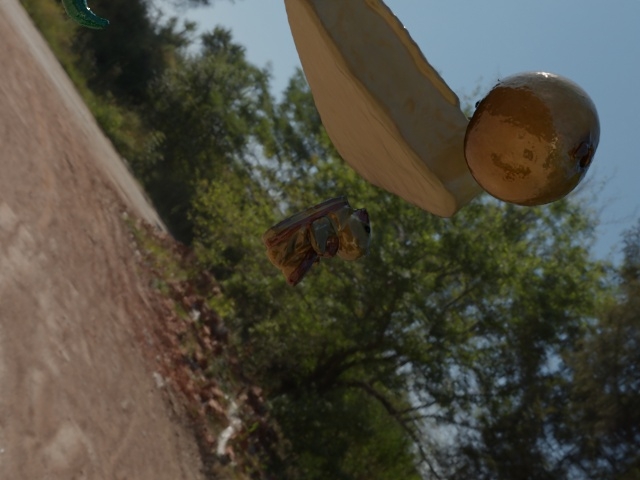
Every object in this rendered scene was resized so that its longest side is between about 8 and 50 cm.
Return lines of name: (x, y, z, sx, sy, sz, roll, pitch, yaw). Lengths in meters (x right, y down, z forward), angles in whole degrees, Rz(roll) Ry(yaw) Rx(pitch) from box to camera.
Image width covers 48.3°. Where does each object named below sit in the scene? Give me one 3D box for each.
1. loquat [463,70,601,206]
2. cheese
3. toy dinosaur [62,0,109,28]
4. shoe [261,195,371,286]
loquat: (0.233, -0.113, 0.793, 0.137, 0.163, 0.163, 6, 31, -38)
cheese: (0.071, -0.222, 1.020, 0.384, 0.104, 0.384, 54, -8, 10)
toy dinosaur: (-0.095, -0.169, 0.374, 0.096, 0.132, 0.059, 32, -9, -7)
shoe: (-0.003, 0.001, 0.733, 0.072, 0.109, 0.069, -31, -102, 55)
